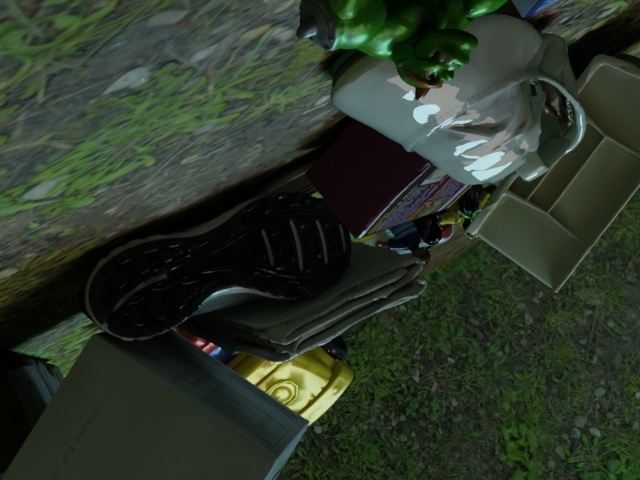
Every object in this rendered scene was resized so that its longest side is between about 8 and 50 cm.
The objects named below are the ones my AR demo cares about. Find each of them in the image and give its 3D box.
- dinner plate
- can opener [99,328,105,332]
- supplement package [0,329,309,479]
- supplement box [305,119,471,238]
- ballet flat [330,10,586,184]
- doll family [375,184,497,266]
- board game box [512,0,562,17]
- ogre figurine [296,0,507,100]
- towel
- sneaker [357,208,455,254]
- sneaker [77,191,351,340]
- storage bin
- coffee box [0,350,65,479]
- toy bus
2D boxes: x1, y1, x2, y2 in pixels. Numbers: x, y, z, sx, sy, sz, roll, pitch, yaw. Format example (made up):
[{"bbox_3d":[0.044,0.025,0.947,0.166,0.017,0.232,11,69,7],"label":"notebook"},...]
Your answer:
[{"bbox_3d":[-0.026,-0.053,1.308,0.141,0.017,0.141,-29,172,-4],"label":"dinner plate"},{"bbox_3d":[-0.211,0.112,1.596,0.059,0.073,0.186,-38,-179,7],"label":"can opener"},{"bbox_3d":[-0.154,0.214,1.288,0.199,0.198,0.263,-57,175,3],"label":"supplement package"},{"bbox_3d":[0.085,-0.076,1.255,0.104,0.081,0.188,-47,165,29],"label":"supplement box"},{"bbox_3d":[0.142,-0.109,1.113,0.139,0.139,0.400,-32,172,24],"label":"ballet flat"},{"bbox_3d":[0.147,-0.036,1.723,0.193,0.111,0.076,-27,173,-12],"label":"doll family"},{"bbox_3d":[0.281,-0.271,0.768,0.319,0.066,0.318,-27,173,-17],"label":"board game box"},{"bbox_3d":[0.058,-0.144,0.714,0.118,0.097,0.197,-49,179,22],"label":"ogre figurine"},{"bbox_3d":[-0.040,0.048,1.364,0.187,0.049,0.282,-24,-159,-27],"label":"towel"},{"bbox_3d":[0.127,0.002,1.861,0.088,0.092,0.225,-27,-176,-20],"label":"sneaker"},{"bbox_3d":[-0.096,0.019,1.243,0.272,0.100,0.108,-14,-176,-26],"label":"sneaker"},{"bbox_3d":[0.311,-0.092,1.560,0.260,0.123,0.262,-55,170,16],"label":"storage bin"},{"bbox_3d":[-0.360,0.211,1.450,0.168,0.118,0.297,-28,173,-4],"label":"coffee box"},{"bbox_3d":[-0.099,0.098,1.548,0.149,0.220,0.211,-42,140,11],"label":"toy bus"}]
